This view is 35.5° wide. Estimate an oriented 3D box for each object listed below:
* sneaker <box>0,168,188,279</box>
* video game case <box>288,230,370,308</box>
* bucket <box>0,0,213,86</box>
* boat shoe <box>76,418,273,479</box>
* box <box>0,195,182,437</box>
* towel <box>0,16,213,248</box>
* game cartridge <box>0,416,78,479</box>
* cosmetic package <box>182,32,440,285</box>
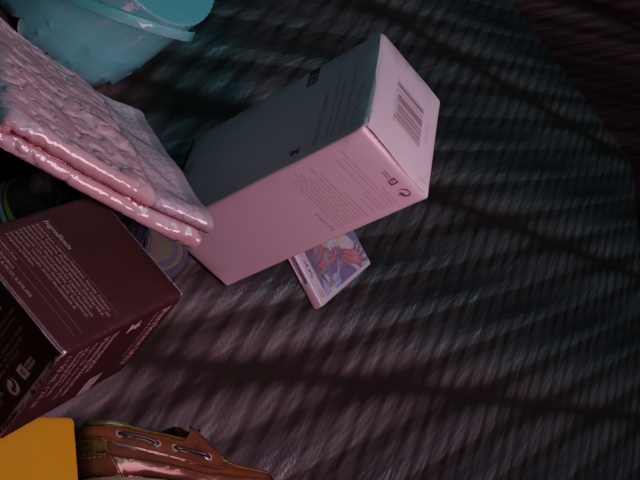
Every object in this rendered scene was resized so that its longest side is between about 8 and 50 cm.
[{"bbox_3d":[-0.277,-0.013,1.292,0.300,0.121,0.111,21,55,-47],"label":"sneaker"},{"bbox_3d":[0.000,0.000,1.753,0.183,0.023,0.201,62,34,-7],"label":"video game case"},{"bbox_3d":[-0.296,-0.373,1.421,0.281,0.183,0.281,31,48,-42],"label":"bucket"},{"bbox_3d":[-0.172,0.284,1.272,0.307,0.111,0.104,21,56,-47],"label":"boat shoe"},{"bbox_3d":[-0.304,0.078,1.120,0.167,0.168,0.203,48,33,10],"label":"box"},{"bbox_3d":[-0.303,-0.149,1.255,0.317,0.053,0.332,32,14,-41],"label":"towel"},{"bbox_3d":[-0.387,0.318,1.020,0.324,0.053,0.285,14,60,-47],"label":"game cartridge"},{"bbox_3d":[-0.029,-0.109,1.456,0.156,0.385,0.217,45,37,-31],"label":"cosmetic package"}]
